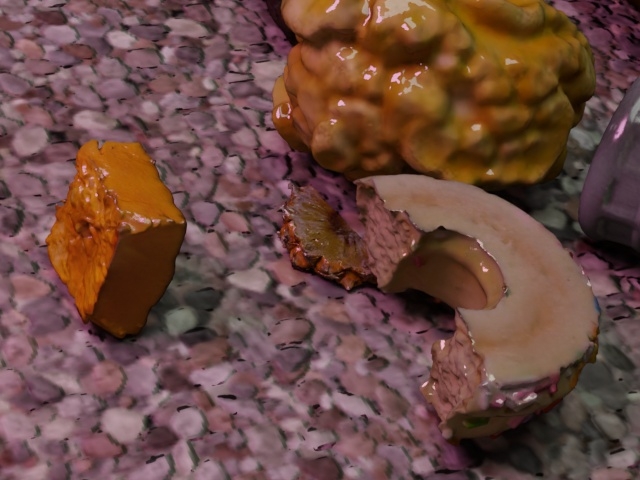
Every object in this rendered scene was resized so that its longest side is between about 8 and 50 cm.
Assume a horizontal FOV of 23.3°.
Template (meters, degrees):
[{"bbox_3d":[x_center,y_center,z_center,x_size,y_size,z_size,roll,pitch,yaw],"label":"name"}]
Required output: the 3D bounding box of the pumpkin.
[{"bbox_3d":[-0.103,0.000,0.800,0.054,0.083,0.074,1,41,-36],"label":"pumpkin"}]

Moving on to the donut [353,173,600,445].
[{"bbox_3d":[0.084,0.034,0.814,0.108,0.065,0.166,-1,44,-28],"label":"donut"}]

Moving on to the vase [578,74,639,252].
[{"bbox_3d":[0.299,0.007,0.862,0.299,0.143,0.143,26,42,20],"label":"vase"}]

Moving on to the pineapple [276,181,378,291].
[{"bbox_3d":[0.000,0.000,0.872,0.045,0.019,0.083,-15,50,-33],"label":"pineapple"}]

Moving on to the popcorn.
[{"bbox_3d":[0.059,-0.091,0.895,0.194,0.163,0.140,28,20,-36],"label":"popcorn"}]

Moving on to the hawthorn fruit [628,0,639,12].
[{"bbox_3d":[0.296,-0.263,1.079,0.267,0.268,0.301,-15,38,-29],"label":"hawthorn fruit"}]

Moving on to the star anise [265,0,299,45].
[{"bbox_3d":[-0.029,-0.231,1.054,0.220,0.099,0.214,-8,59,-7],"label":"star anise"}]
